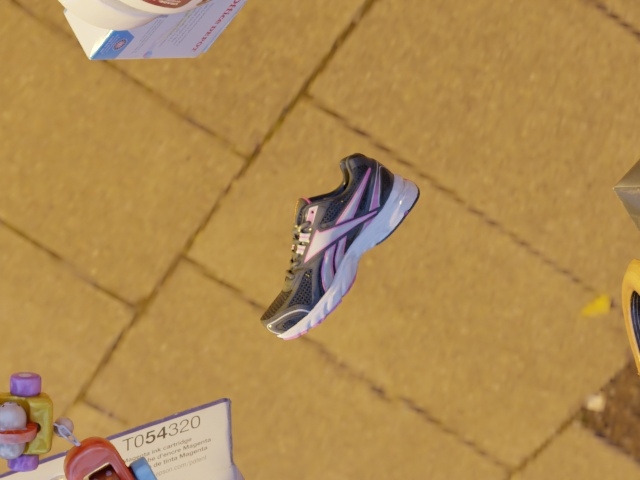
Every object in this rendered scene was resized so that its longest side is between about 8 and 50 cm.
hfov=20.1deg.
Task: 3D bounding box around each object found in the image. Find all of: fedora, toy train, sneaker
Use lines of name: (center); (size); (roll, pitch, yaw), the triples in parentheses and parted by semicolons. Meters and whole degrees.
fedora: (0.357, 0.104, 1.756); (0.079, 0.194, 0.194); (-17, 123, -5)
toy train: (-0.182, 0.151, 1.053); (0.166, 0.046, 0.125); (-26, 107, -10)
sneaker: (0.000, 0.000, 1.551); (0.077, 0.178, 0.072); (39, 172, -15)

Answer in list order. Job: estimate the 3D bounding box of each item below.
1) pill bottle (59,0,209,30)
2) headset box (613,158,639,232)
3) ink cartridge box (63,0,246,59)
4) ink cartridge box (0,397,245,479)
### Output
pill bottle: (-0.077, -0.205, 1.067); (0.121, 0.121, 0.221); (45, 147, -17)
headset box: (0.389, -0.067, 1.303); (0.246, 0.283, 0.131); (-2, 127, 57)
ink cartridge box: (-0.125, -0.188, 1.416); (0.088, 0.122, 0.052); (-45, 66, 34)
ink cartridge box: (-0.195, 0.308, 1.405); (0.324, 0.330, 0.071); (-20, 130, 13)
